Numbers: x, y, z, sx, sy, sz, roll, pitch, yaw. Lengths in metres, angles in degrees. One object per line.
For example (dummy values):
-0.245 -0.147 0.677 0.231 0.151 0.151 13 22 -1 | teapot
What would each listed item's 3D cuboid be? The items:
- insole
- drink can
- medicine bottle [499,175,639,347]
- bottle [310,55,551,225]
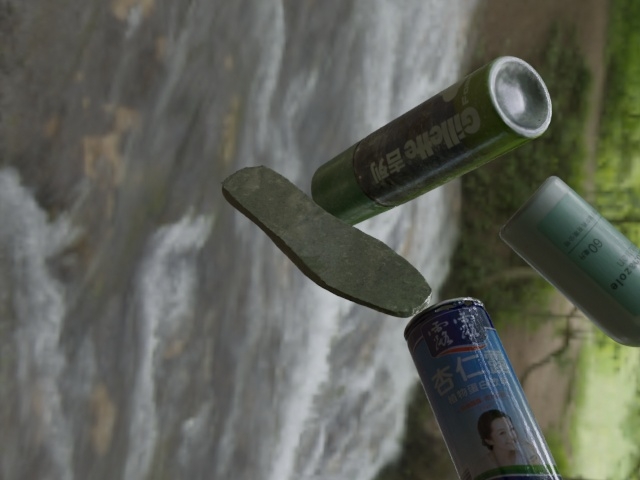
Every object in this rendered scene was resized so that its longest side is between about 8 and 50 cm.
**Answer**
0.000 0.000 0.813 0.063 0.192 0.010 -32 142 -30 | insole
0.165 0.178 1.144 0.097 0.097 0.235 57 11 -56 | drink can
0.393 0.070 1.466 0.110 0.352 0.110 -47 173 -7 | medicine bottle
0.113 -0.101 1.286 0.093 0.330 0.093 13 66 -31 | bottle
